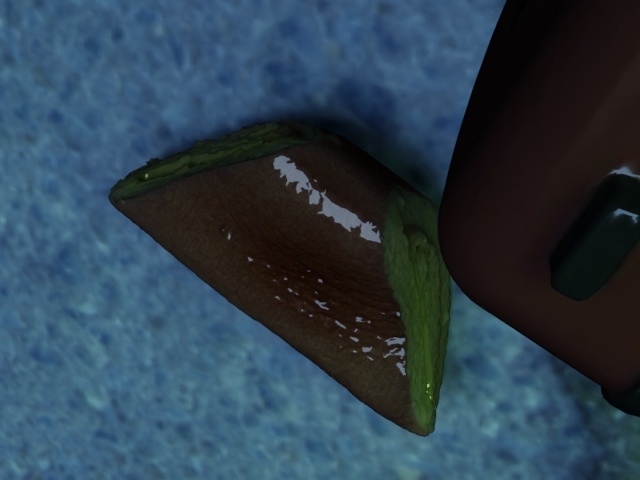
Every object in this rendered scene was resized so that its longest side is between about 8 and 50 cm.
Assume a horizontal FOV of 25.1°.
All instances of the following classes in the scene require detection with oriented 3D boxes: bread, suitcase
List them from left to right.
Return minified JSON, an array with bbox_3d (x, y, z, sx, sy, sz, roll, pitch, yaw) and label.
[{"bbox_3d":[0.000,0.000,0.652,0.192,0.067,0.119,40,135,5],"label":"bread"},{"bbox_3d":[0.170,-0.098,0.406,0.161,0.236,0.297,29,127,-3],"label":"suitcase"}]
